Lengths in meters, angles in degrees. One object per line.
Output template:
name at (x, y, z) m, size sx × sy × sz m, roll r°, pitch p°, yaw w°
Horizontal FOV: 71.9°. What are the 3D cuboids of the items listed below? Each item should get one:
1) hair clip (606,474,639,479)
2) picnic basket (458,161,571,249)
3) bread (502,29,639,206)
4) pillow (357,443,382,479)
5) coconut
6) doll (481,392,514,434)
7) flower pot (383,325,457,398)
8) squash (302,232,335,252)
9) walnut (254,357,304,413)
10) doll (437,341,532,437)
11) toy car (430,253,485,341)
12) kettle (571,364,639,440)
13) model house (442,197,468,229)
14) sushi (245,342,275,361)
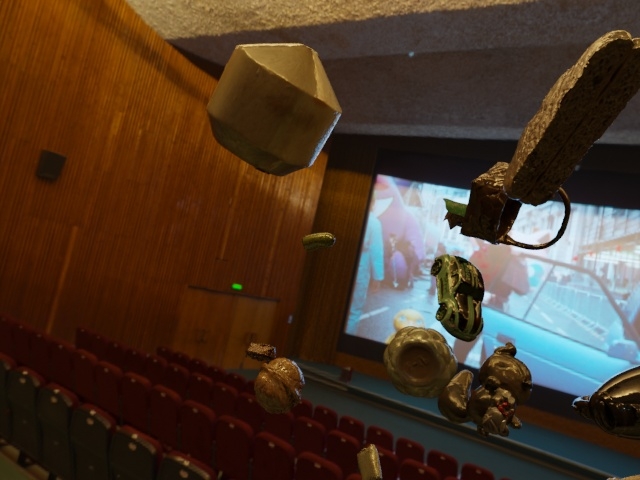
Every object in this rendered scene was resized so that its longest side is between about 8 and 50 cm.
hair clip at (0.547, 0.411, 0.745) m, size 0.225 × 0.072 × 0.034 m, roll -9°, pitch -6°, yaw 3°
picnic basket at (0.695, -0.109, 1.533) m, size 0.337 × 0.293 × 0.337 m, roll 2°, pitch 32°, yaw -2°
bread at (0.476, -0.230, 0.857) m, size 0.102 × 0.337 × 0.183 m, roll 29°, pitch 30°, yaw 4°
pillow at (0.242, 1.107, 2.148) m, size 0.077 × 0.134 × 0.181 m, roll 15°, pitch 37°, yaw -21°
coconut at (-0.109, -0.325, 1.057) m, size 0.322 × 0.323 × 0.323 m, roll 12°, pitch -5°, yaw 1°
doll at (0.621, 0.613, 1.541) m, size 0.079 × 0.180 × 0.094 m, roll 16°, pitch 21°, yaw -25°
flower pot at (0.336, 0.410, 1.496) m, size 0.246 × 0.246 × 0.195 m, roll 10°, pitch -6°, yaw 19°
squash at (0.000, 0.000, 2.299) m, size 0.188 × 0.095 × 0.095 m, roll -14°, pitch -21°, yaw 41°
walnut at (-0.155, 0.545, 1.660) m, size 0.198 × 0.198 × 0.245 m, roll 11°, pitch -38°, yaw 10°
doll at (0.686, 0.593, 1.838) m, size 0.378 × 0.382 × 0.252 m, roll 4°, pitch -51°, yaw 44°
toy car at (0.434, 0.156, 1.355) m, size 0.136 × 0.306 × 0.125 m, roll 23°, pitch -48°, yaw -14°
kettle at (0.906, 0.482, 1.293) m, size 0.290 × 0.208 × 0.268 m, roll -9°, pitch -14°, yaw -12°
model house at (0.598, -0.103, 1.919) m, size 0.166 × 0.088 × 0.117 m, roll 13°, pitch 39°, yaw -9°
sushi at (-0.186, 0.350, 1.374) m, size 0.120 × 0.055 × 0.052 m, roll 3°, pitch -37°, yaw 19°
